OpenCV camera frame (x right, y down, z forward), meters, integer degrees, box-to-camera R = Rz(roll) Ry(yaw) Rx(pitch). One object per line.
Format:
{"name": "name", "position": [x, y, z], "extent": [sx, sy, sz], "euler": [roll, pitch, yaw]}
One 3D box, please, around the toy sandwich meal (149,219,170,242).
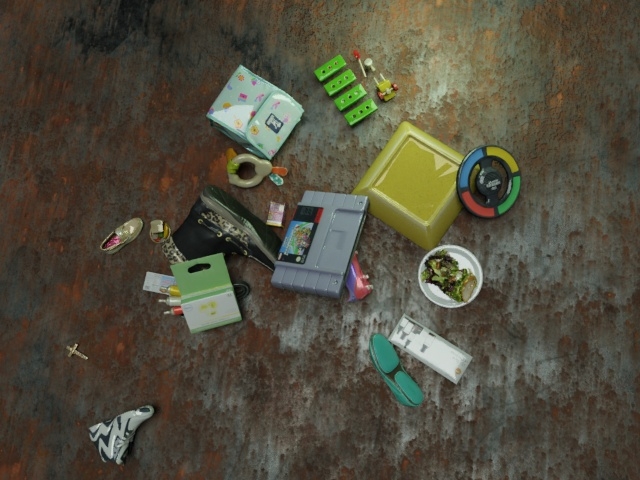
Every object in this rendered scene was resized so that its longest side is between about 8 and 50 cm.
{"name": "toy sandwich meal", "position": [-0.565, -0.033, 1.732], "extent": [0.086, 0.029, 0.085], "euler": [-2, 80, 9]}

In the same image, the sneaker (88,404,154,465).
{"name": "sneaker", "position": [-0.622, 0.635, 1.591], "extent": [0.235, 0.094, 0.153], "euler": [-23, 79, 4]}

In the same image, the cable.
{"name": "cable", "position": [-0.379, 0.201, 1.630], "extent": [0.287, 0.072, 0.139], "euler": [-1, 116, -1]}

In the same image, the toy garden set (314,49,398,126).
{"name": "toy garden set", "position": [0.128, -0.536, 1.706], "extent": [0.204, 0.049, 0.244], "euler": [-32, 76, 4]}

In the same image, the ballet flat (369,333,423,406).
{"name": "ballet flat", "position": [0.211, 0.401, 1.504], "extent": [0.083, 0.087, 0.247], "euler": [-29, 79, -35]}

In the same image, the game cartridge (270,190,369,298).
{"name": "game cartridge", "position": [0.000, 0.000, 1.545], "extent": [0.230, 0.068, 0.355], "euler": [9, 60, 17]}

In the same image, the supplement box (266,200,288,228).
{"name": "supplement box", "position": [-0.146, -0.086, 1.669], "extent": [0.055, 0.043, 0.083], "euler": [9, 83, 11]}

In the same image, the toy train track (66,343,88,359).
{"name": "toy train track", "position": [-0.838, 0.388, 1.709], "extent": [0.083, 0.014, 0.048], "euler": [27, 78, 7]}

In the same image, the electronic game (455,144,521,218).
{"name": "electronic game", "position": [0.524, -0.182, 1.537], "extent": [0.229, 0.048, 0.229], "euler": [-2, 96, -17]}

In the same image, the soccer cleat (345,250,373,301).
{"name": "soccer cleat", "position": [0.082, 0.076, 1.591], "extent": [0.095, 0.083, 0.248], "euler": [-29, 76, 18]}

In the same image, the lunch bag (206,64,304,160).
{"name": "lunch bag", "position": [-0.218, -0.424, 1.685], "extent": [0.262, 0.160, 0.223], "euler": [33, 83, 2]}

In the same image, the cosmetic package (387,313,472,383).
{"name": "cosmetic package", "position": [0.332, 0.330, 1.513], "extent": [0.239, 0.060, 0.098], "euler": [31, 87, 13]}

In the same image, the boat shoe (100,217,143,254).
{"name": "boat shoe", "position": [-0.697, -0.017, 1.734], "extent": [0.170, 0.059, 0.063], "euler": [-45, 77, -1]}

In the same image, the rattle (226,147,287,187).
{"name": "rattle", "position": [-0.223, -0.258, 1.719], "extent": [0.200, 0.142, 0.130], "euler": [-8, 111, -8]}

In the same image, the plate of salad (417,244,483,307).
{"name": "plate of salad", "position": [0.406, 0.110, 1.547], "extent": [0.200, 0.048, 0.199], "euler": [-2, 80, 9]}

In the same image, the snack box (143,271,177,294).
{"name": "snack box", "position": [-0.517, 0.154, 1.695], "extent": [0.178, 0.022, 0.064], "euler": [10, 83, 10]}

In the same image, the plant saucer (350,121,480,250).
{"name": "plant saucer", "position": [0.314, -0.190, 1.598], "extent": [0.333, 0.081, 0.332], "euler": [35, 87, 12]}

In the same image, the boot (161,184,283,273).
{"name": "boot", "position": [-0.308, 0.035, 1.617], "extent": [0.377, 0.138, 0.284], "euler": [42, 110, -17]}

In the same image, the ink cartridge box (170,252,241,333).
{"name": "ink cartridge box", "position": [-0.360, 0.170, 1.569], "extent": [0.171, 0.056, 0.235], "euler": [-14, 120, -6]}
